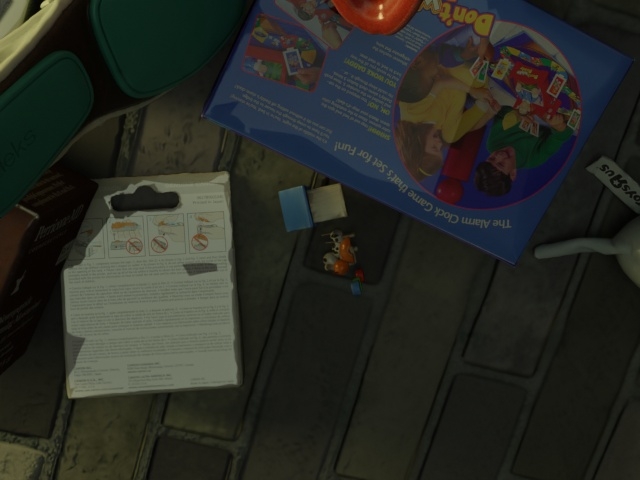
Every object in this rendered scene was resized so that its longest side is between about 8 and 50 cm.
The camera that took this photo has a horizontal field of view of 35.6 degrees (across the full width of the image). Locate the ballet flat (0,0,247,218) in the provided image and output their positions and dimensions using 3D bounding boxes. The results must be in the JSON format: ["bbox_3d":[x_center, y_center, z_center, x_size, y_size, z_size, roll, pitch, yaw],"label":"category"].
[{"bbox_3d":[-0.222,-0.154,0.853,0.139,0.400,0.139,23,139,21],"label":"ballet flat"}]

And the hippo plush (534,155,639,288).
[{"bbox_3d":[0.418,0.017,0.965,0.294,0.236,0.234,28,103,-12],"label":"hippo plush"}]

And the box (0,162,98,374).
[{"bbox_3d":[-0.341,0.012,0.927,0.167,0.168,0.203,27,104,0],"label":"box"}]

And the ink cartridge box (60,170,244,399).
[{"bbox_3d":[-0.175,0.046,1.036,0.181,0.056,0.224,-3,88,-3],"label":"ink cartridge box"}]

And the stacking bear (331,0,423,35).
[{"bbox_3d":[0.075,-0.347,0.837,0.175,0.164,0.289,34,61,-7],"label":"stacking bear"}]

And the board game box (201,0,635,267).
[{"bbox_3d":[0.090,-0.154,0.971,0.347,0.078,0.233,25,103,-11],"label":"board game box"}]

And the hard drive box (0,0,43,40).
[{"bbox_3d":[-0.336,-0.271,0.897,0.181,0.089,0.232,17,104,-10],"label":"hard drive box"}]

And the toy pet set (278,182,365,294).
[{"bbox_3d":[0.000,0.000,0.994,0.065,0.122,0.114,-12,92,5],"label":"toy pet set"}]
